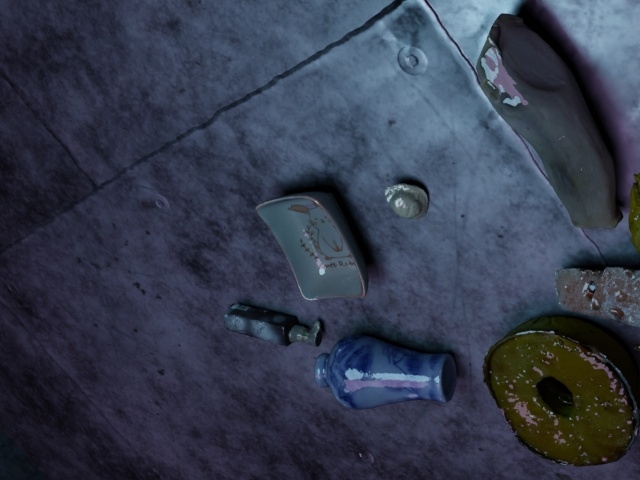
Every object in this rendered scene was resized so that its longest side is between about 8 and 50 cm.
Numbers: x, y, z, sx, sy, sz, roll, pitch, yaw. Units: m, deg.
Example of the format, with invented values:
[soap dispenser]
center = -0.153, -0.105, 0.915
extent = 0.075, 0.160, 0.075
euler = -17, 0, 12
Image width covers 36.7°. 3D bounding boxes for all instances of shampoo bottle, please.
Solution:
[shampoo bottle]
center = -0.091, 0.169, 1.912
extent = 0.208, 0.057, 0.063
euler = 11, 123, 27

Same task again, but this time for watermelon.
[watermelon]
center = 0.454, 0.077, 1.413
extent = 0.241, 0.154, 0.094
euler = 2, 91, 47

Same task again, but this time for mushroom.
[mushroom]
center = 0.316, -0.152, 1.310
extent = 0.109, 0.097, 0.351
euler = -18, 116, 44

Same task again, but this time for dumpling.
[dumpling]
center = 0.142, -0.066, 1.552
extent = 0.059, 0.043, 0.077
euler = -37, 97, 26

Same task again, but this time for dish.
[dish]
center = 0.000, 0.000, 1.683
extent = 0.151, 0.077, 0.212
euler = -6, 122, 41

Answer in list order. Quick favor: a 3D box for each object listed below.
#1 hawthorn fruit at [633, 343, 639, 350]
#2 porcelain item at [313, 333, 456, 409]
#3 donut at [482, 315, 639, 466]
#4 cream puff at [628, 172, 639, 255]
[hawthorn fruit]
center = 0.554, 0.199, 1.379
extent = 0.225, 0.196, 0.196
euler = 29, 139, 32
[porcelain item]
center = 0.116, 0.245, 1.779
extent = 0.259, 0.141, 0.141
euler = 1, 126, 25
[donut]
center = 0.402, 0.234, 1.582
extent = 0.272, 0.107, 0.272
euler = 17, 129, 23
[cream puff]
center = 0.479, -0.034, 1.288
extent = 0.146, 0.116, 0.146
euler = 2, 160, 1
